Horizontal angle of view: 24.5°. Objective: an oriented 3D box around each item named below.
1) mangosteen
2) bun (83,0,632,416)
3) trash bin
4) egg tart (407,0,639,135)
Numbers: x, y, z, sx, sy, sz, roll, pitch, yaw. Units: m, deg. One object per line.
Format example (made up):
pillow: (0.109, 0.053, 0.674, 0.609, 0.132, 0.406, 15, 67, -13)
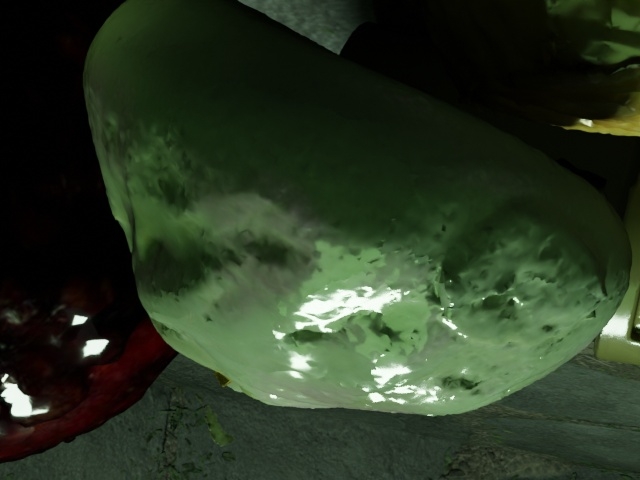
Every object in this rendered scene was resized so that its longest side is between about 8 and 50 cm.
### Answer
mangosteen: (-0.257, -0.061, 0.941, 0.421, 0.381, 0.381, 42, 172, 16)
bun: (0.000, 0.000, 0.746, 0.293, 0.187, 0.293, 24, -175, -2)
trash bin: (0.171, -0.036, 1.019, 0.334, 0.214, 0.214, 17, 166, 13)
egg tart: (0.168, -0.126, 0.752, 0.341, 0.132, 0.341, 3, 174, 0)
